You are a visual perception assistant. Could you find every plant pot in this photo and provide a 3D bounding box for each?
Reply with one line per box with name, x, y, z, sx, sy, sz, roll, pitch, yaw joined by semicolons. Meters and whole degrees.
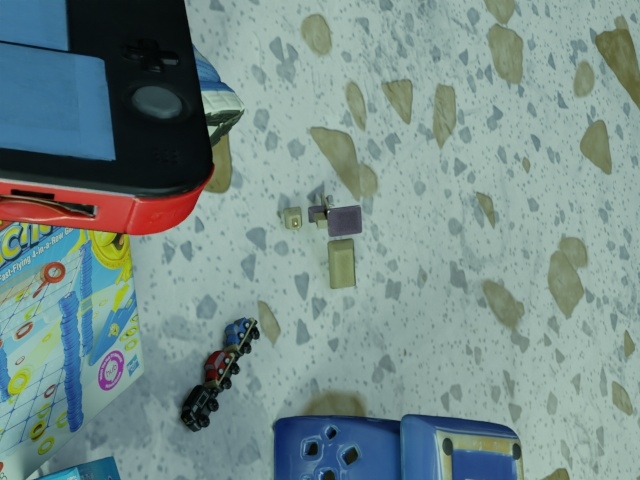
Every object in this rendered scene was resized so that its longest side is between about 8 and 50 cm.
plant pot;0.100;0.310;1.539;0.236;0.212;0.236;16;68;-49

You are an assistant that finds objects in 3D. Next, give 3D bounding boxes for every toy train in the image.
toy train;-0.109;0.139;1.482;0.036;0.027;0.158;46;48;-18

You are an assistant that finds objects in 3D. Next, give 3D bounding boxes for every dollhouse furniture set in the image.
dollhouse furniture set;0.000;0.000;1.666;0.081;0.091;0.114;-114;-162;-64

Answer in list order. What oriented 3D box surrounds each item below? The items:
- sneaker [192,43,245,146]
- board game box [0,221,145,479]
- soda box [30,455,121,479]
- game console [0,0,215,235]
sneaker;-0.236;-0.140;1.348;0.330;0.130;0.147;-15;68;-45
board game box;-0.282;0.059;1.145;0.308;0.086;0.302;-44;141;-46
soda box;-0.215;0.234;1.191;0.210;0.067;0.071;87;-15;-84
game console;-0.285;-0.146;1.082;0.387;0.060;0.342;7;42;-18
